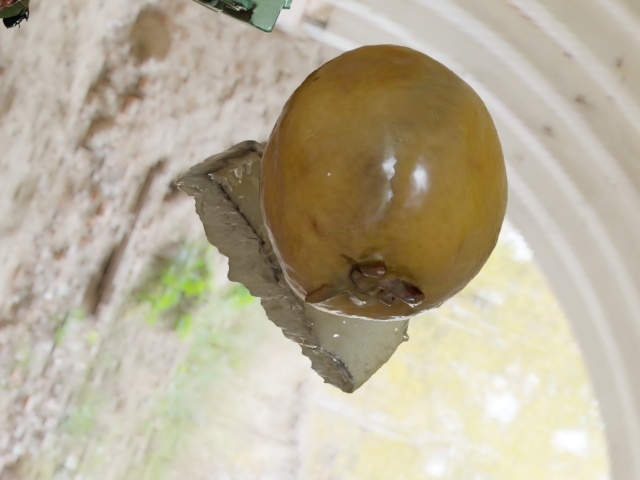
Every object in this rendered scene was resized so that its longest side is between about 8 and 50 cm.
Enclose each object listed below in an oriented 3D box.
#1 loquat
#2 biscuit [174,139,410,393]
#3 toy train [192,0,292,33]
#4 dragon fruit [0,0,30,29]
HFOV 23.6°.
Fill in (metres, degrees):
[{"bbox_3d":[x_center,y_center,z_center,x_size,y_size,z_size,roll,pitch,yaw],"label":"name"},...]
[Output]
[{"bbox_3d":[0.053,-0.047,1.288,0.238,0.193,0.238,-1,90,-65],"label":"loquat"},{"bbox_3d":[0.000,0.000,1.511,0.179,0.281,0.084,-45,-160,-15],"label":"biscuit"},{"bbox_3d":[-0.164,-0.329,1.559,0.159,0.326,0.129,27,-86,52],"label":"toy train"},{"bbox_3d":[-0.377,-0.320,1.626,0.188,0.182,0.182,5,107,-83],"label":"dragon fruit"}]
